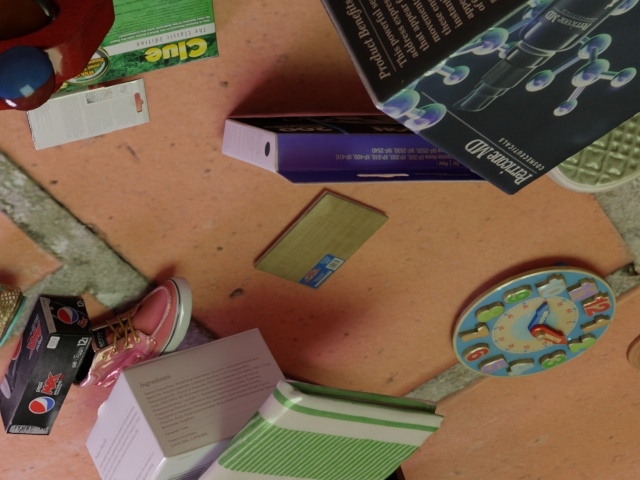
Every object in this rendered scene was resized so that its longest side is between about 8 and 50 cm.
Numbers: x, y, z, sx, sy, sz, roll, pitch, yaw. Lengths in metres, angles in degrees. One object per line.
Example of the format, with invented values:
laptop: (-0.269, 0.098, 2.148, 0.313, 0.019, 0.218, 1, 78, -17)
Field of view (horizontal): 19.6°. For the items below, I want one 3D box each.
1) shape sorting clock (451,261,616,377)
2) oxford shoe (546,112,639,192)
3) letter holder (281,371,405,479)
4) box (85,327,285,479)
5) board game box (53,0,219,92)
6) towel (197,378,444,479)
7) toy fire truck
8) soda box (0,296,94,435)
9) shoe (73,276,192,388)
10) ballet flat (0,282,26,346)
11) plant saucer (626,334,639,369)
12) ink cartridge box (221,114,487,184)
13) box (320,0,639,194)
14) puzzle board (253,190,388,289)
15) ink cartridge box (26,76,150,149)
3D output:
shape sorting clock: (0.260, 0.103, 2.251, 0.206, 0.040, 0.206, -12, 139, -11)
oxford shoe: (0.416, -0.187, 1.940, 0.449, 0.169, 0.130, -28, -178, -4)
letter holder: (-0.079, 0.319, 2.260, 0.214, 0.152, 0.302, 26, 121, -40)
box: (-0.144, 0.210, 2.077, 0.182, 0.119, 0.181, -16, 155, -31)
board game box: (-0.226, -0.197, 1.710, 0.259, 0.030, 0.136, -13, 137, -10)
towel: (-0.044, 0.274, 2.069, 0.248, 0.038, 0.325, 12, 131, -41)
toy fire truck: (-0.314, -0.155, 1.515, 0.302, 0.254, 0.169, -13, 123, -10)
soda box: (-0.302, 0.138, 2.026, 0.053, 0.060, 0.169, 4, 133, -29)
shoe: (-0.208, 0.105, 2.027, 0.081, 0.063, 0.178, 2, 140, -34)
ballet flat: (-0.376, 0.114, 1.977, 0.067, 0.073, 0.206, 25, 123, -9)
plant saucer: (0.435, 0.140, 2.391, 0.083, 0.013, 0.083, -12, 139, -11)
ink cartridge box: (0.033, -0.091, 1.818, 0.206, 0.208, 0.045, -2, 102, -22)
box: (0.227, -0.260, 1.645, 0.395, 0.212, 0.293, -34, 152, 18)
puzzle board: (0.000, 0.000, 2.044, 0.096, 0.011, 0.128, 20, 126, -40)
ink cartridge box: (-0.225, -0.130, 1.784, 0.115, 0.029, 0.063, -15, 139, -10)
